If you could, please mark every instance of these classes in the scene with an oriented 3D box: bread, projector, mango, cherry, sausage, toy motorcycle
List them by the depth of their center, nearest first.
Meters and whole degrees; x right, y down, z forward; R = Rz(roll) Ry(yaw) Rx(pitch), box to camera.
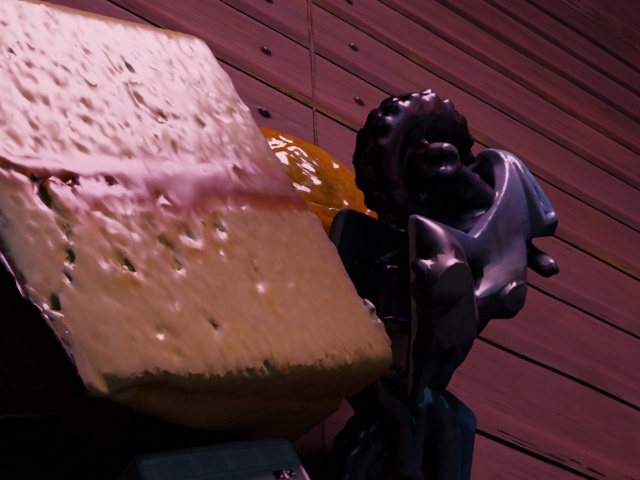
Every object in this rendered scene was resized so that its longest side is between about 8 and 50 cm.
[{"bbox_3d":[-0.275,0.041,0.733,0.249,0.175,0.192,44,44,-5],"label":"cherry"},{"bbox_3d":[-0.167,0.012,0.760,0.405,0.242,0.346,-9,68,-49],"label":"bread"},{"bbox_3d":[-0.097,0.205,0.766,0.147,0.115,0.061,3,45,-43],"label":"projector"},{"bbox_3d":[-0.232,0.043,0.866,0.078,0.078,0.304,0,50,-46],"label":"sausage"},{"bbox_3d":[0.118,0.073,0.941,0.232,0.172,0.416,5,90,-37],"label":"toy motorcycle"},{"bbox_3d":[-0.001,0.001,1.066,0.359,0.144,0.187,38,-16,-36],"label":"mango"}]
